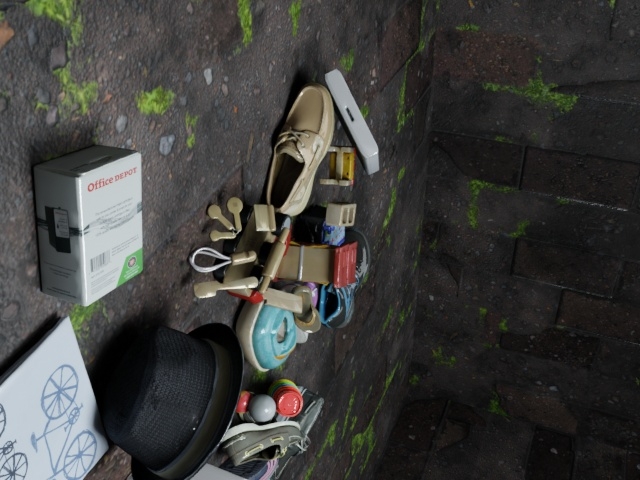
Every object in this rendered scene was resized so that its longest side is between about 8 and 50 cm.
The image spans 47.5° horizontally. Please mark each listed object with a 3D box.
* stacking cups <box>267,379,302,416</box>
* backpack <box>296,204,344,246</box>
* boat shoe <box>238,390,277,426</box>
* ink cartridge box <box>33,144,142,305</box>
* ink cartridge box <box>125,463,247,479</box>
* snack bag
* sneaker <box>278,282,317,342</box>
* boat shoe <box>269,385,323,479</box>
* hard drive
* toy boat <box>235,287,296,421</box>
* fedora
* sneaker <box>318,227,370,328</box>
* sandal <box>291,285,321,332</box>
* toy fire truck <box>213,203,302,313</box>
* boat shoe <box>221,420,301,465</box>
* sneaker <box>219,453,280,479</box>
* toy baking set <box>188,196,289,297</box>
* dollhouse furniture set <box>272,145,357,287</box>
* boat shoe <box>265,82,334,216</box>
[{"bbox_3d":[-0.092,0.424,1.975,0.316,0.096,0.096,121,-13,-77],"label":"stacking cups"},{"bbox_3d":[0.000,0.000,2.102,0.158,0.117,0.173,-37,137,-63],"label":"backpack"},{"bbox_3d":[-0.164,0.476,1.999,0.223,0.073,0.080,73,34,-57],"label":"boat shoe"},{"bbox_3d":[-0.349,-0.029,1.113,0.153,0.087,0.208,-40,140,-60],"label":"ink cartridge box"},{"bbox_3d":[-0.276,0.613,1.532,0.131,0.226,0.306,-47,147,-54],"label":"ink cartridge box"},{"bbox_3d":[-0.460,0.336,1.113,0.342,0.037,0.323,-56,151,-48],"label":"snack bag"},{"bbox_3d":[-0.064,0.159,2.066,0.282,0.102,0.161,92,15,-58],"label":"sneaker"},{"bbox_3d":[-0.087,0.599,2.234,0.121,0.119,0.335,79,30,-50],"label":"boat shoe"},{"bbox_3d":[0.089,-0.306,1.951,0.233,0.047,0.353,64,4,4],"label":"hard drive"},{"bbox_3d":[-0.139,0.294,1.840,0.267,0.148,0.318,69,38,-59],"label":"toy boat"},{"bbox_3d":[-0.287,0.274,1.316,0.152,0.334,0.334,38,61,-34],"label":"fedora"},{"bbox_3d":[0.074,0.125,2.387,0.140,0.125,0.340,12,88,-67],"label":"sneaker"},{"bbox_3d":[-0.040,0.191,1.923,0.049,0.072,0.180,-103,-178,-46],"label":"sandal"},{"bbox_3d":[-0.121,0.063,1.736,0.246,0.158,0.217,72,35,-61],"label":"toy fire truck"},{"bbox_3d":[-0.147,0.541,1.933,0.305,0.109,0.091,16,42,-55],"label":"boat shoe"},{"bbox_3d":[-0.186,0.641,1.988,0.319,0.112,0.131,-16,114,-68],"label":"sneaker"},{"bbox_3d":[-0.175,0.025,1.560,0.030,0.197,0.256,-24,-135,61],"label":"toy baking set"},{"bbox_3d":[-0.007,-0.066,1.930,0.152,0.201,0.374,-11,106,-69],"label":"dollhouse furniture set"},{"bbox_3d":[-0.052,-0.225,1.792,0.110,0.122,0.341,2,102,-72],"label":"boat shoe"}]
